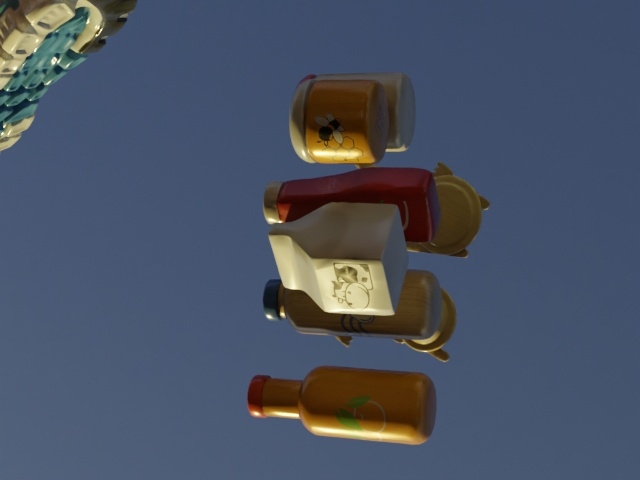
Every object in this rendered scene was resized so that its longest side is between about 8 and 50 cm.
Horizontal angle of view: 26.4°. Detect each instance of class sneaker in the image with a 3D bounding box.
[{"bbox_3d":[-0.162,-0.093,0.620,0.190,0.071,0.083,-36,-103,31],"label":"sneaker"}]

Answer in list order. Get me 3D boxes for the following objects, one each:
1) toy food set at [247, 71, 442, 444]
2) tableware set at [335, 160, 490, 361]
[{"bbox_3d":[0.000,0.000,0.718,0.104,0.111,0.232,2,-45,17],"label":"toy food set"},{"bbox_3d":[0.060,0.013,1.104,0.141,0.020,0.169,21,-82,33],"label":"tableware set"}]
